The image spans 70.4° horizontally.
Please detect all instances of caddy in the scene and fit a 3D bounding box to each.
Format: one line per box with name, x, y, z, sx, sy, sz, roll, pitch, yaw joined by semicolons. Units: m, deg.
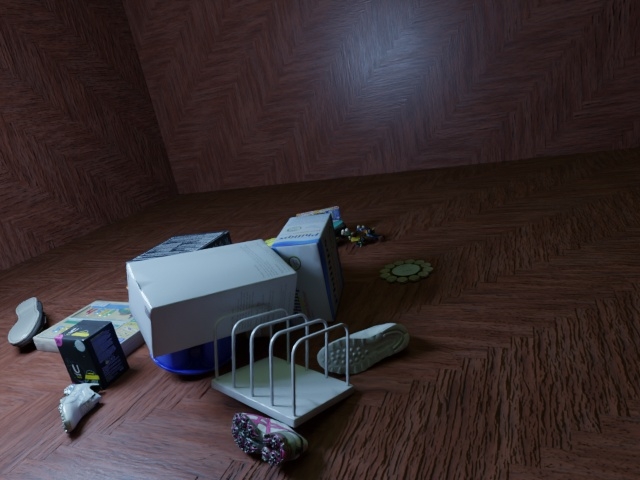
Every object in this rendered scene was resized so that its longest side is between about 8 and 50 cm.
caddy;-0.368;0.238;1.314;0.242;0.179;0.341;-1;29;-19

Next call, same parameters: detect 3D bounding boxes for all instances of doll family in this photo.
doll family;0.187;-0.022;1.928;0.193;0.075;0.111;-16;14;-23

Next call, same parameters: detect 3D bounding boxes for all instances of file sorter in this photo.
file sorter;-0.091;0.262;1.035;0.278;0.172;0.193;5;9;41

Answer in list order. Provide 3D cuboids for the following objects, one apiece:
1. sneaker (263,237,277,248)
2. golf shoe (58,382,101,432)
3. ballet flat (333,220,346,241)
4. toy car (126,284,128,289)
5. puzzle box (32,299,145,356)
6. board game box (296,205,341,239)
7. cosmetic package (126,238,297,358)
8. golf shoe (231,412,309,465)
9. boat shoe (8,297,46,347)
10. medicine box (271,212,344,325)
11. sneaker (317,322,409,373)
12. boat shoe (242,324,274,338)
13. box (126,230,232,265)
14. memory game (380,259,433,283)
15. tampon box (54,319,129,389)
sneaker;-0.123;0.045;1.755;0.385;0.145;0.147;7;44;40
golf shoe;-0.599;0.407;1.137;0.086;0.069;0.176;-11;19;-17
ballet flat;0.000;0.000;1.930;0.281;0.096;0.095;-21;19;-25
toy car;-0.745;0.185;1.890;0.041;0.060;0.122;36;49;23
puzzle box;-0.734;0.297;1.556;0.409;0.052;0.272;-2;21;26
board game box;0.000;-0.065;2.044;0.194;0.146;0.045;-11;19;0
cosmetic package;-0.279;0.134;1.182;0.385;0.156;0.217;-12;33;-31
golf shoe;-0.106;0.393;0.909;0.186;0.067;0.086;6;-2;44
boat shoe;-1.050;0.310;1.657;0.112;0.095;0.335;-34;29;-16
medicine box;-0.030;0.082;1.443;0.149;0.263;0.289;-8;19;11
sneaker;0.102;0.267;1.137;0.235;0.090;0.095;-13;4;-12
boat shoe;-0.153;0.200;1.428;0.098;0.109;0.302;-1;26;14
box;-0.542;0.101;1.812;0.297;0.182;0.294;-5;18;24
memory game;0.297;0.107;1.579;0.186;0.012;0.186;-11;18;4
tampon box;-0.637;0.317;1.269;0.121;0.160;0.101;-3;20;25
